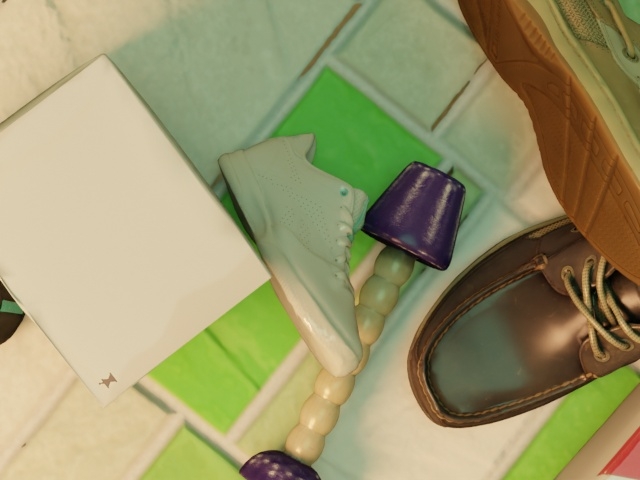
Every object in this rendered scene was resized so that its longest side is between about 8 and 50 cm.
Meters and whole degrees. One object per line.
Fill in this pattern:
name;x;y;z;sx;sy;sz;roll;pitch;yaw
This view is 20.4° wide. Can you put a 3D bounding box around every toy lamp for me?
toy lamp;0.029;0.070;1.354;0.080;0.080;0.275;29;87;-2

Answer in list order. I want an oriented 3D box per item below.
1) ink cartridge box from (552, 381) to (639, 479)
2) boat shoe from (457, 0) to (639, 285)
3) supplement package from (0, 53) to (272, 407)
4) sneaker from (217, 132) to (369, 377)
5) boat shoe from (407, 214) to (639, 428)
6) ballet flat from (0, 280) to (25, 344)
ink cartridge box;0.316;0.264;1.337;0.306;0.131;0.226;41;86;0
boat shoe;0.210;-0.116;1.297;0.110;0.122;0.341;-15;58;-14
supplement package;-0.158;-0.014;1.269;0.149;0.203;0.194;-37;100;-4
sneaker;0.000;0.000;1.317;0.094;0.080;0.212;-23;58;-6
boat shoe;0.225;0.027;1.340;0.355;0.130;0.132;-31;90;-5
ballet flat;-0.362;0.041;1.319;0.280;0.096;0.095;-3;88;-4
